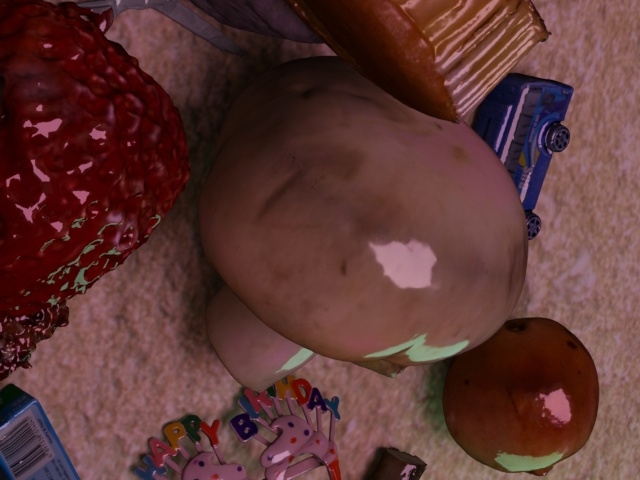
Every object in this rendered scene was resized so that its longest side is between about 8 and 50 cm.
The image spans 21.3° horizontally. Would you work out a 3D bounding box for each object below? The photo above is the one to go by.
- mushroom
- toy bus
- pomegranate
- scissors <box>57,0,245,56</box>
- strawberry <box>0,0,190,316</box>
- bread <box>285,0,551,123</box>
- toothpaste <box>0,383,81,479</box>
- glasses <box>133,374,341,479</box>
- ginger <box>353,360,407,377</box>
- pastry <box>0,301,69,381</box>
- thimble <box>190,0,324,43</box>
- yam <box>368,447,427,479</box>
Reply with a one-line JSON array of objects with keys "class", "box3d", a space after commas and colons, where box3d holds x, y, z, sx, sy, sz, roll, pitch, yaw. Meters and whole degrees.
[{"class": "mushroom", "box3d": [0.012, -0.021, 1.659, 0.353, 0.353, 0.325, -54, 147, -11]}, {"class": "toy bus", "box3d": [0.214, -0.078, 1.962, 0.094, 0.079, 0.236, 12, 98, -41]}, {"class": "pomegranate", "box3d": [0.237, 0.184, 2.016, 0.191, 0.191, 0.191, -16, 116, -36]}, {"class": "scissors", "box3d": [-0.158, -0.235, 1.627, 0.248, 0.017, 0.144, 7, 101, -44]}, {"class": "strawberry", "box3d": [-0.255, -0.093, 1.421, 0.310, 0.292, 0.291, -44, 130, -34]}, {"class": "bread", "box3d": [0.055, -0.230, 1.483, 0.156, 0.204, 0.288, -44, 131, 0]}, {"class": "toothpaste", "box3d": [-0.268, 0.263, 1.694, 0.065, 0.050, 0.266, -39, 127, -25]}, {"class": "glasses", "box3d": [-0.081, 0.241, 1.844, 0.255, 0.095, 0.162, -22, 92, -32]}, {"class": "ginger", "box3d": [0.095, 0.045, 1.913, 0.137, 0.074, 0.213, 38, 74, -42]}, {"class": "pastry", "box3d": [-0.330, 0.084, 1.541, 0.208, 0.097, 0.115, -37, 123, -23]}, {"class": "thimble", "box3d": [-0.028, -0.301, 1.608, 0.245, 0.157, 0.217, 23, 87, -45]}, {"class": "yam", "box3d": [0.046, 0.361, 1.996, 0.061, 0.061, 0.252, 29, 86, -43]}]
